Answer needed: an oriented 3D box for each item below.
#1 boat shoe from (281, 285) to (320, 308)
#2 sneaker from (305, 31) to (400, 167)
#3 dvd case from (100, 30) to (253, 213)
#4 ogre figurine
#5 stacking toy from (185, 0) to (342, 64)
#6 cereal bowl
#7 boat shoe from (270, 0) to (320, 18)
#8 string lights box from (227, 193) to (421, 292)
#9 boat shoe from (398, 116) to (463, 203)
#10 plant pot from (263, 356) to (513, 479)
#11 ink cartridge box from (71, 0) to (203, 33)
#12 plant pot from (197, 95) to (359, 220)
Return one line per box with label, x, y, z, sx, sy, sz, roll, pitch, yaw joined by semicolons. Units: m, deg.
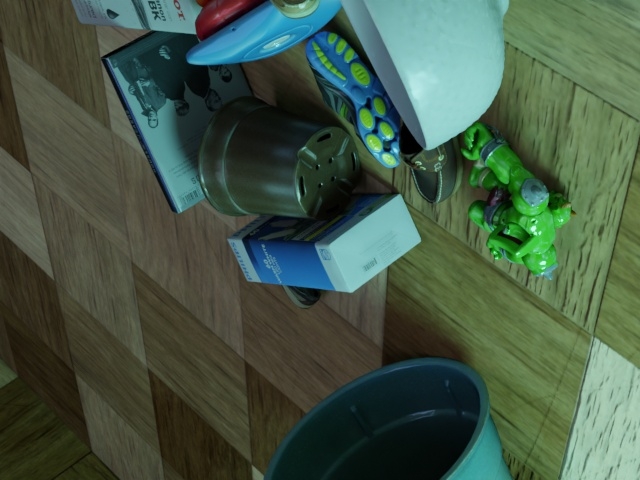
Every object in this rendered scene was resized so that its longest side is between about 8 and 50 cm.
boat shoe;-0.052;0.035;2.010;0.152;0.056;0.049;47;147;-5
sneaker;0.048;-0.175;1.633;0.188;0.067;0.078;53;173;1
dvd case;-0.177;-0.183;1.832;0.029;0.179;0.239;13;131;57
ogre figurine;0.216;-0.031;1.478;0.118;0.096;0.197;44;141;43
stacking toy;-0.115;-0.367;1.568;0.175;0.165;0.302;-27;87;30
cereal bowl;0.090;-0.268;1.310;0.339;0.141;0.339;-26;-90;-88
boat shoe;-0.044;-0.334;1.443;0.072;0.068;0.190;85;169;-69
string lights box;0.000;0.000;1.801;0.259;0.133;0.077;3;123;56
boat shoe;0.120;-0.121;1.554;0.073;0.073;0.207;31;145;36
plant pot;0.145;0.399;1.828;0.341;0.341;0.334;7;133;55
ink cartridge box;-0.232;-0.388;1.743;0.272;0.114;0.197;13;131;43
plant pot;-0.048;-0.099;1.758;0.165;0.167;0.167;15;133;41
